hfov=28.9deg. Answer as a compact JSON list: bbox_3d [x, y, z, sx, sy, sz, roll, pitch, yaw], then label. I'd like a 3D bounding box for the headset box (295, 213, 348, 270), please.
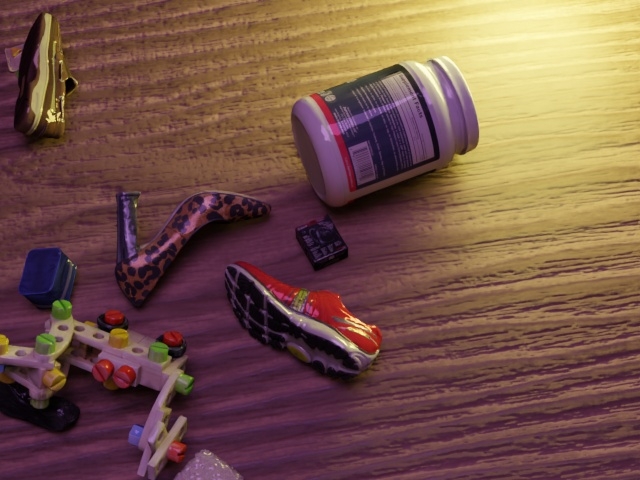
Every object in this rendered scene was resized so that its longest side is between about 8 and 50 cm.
[{"bbox_3d":[0.000,0.000,2.037,0.062,0.032,0.083,-24,60,-13],"label":"headset box"}]

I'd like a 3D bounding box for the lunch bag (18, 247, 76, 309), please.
[{"bbox_3d":[-0.437,0.060,2.001,0.067,0.065,0.098,-2,59,19],"label":"lunch bag"}]

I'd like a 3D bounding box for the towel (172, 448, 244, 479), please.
[{"bbox_3d":[-0.191,0.447,1.767,0.187,0.049,0.282,34,66,19],"label":"towel"}]

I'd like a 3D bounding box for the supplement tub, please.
[{"bbox_3d":[0.104,-0.183,2.051,0.272,0.191,0.191,-21,60,-10],"label":"supplement tub"}]

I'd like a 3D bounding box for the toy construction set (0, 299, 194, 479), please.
[{"bbox_3d":[-0.318,0.205,1.847,0.327,0.151,0.215,32,28,7],"label":"toy construction set"}]

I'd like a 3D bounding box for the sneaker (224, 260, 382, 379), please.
[{"bbox_3d":[-0.028,0.115,1.949,0.279,0.107,0.118,33,47,17],"label":"sneaker"}]

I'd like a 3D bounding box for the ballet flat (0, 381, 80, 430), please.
[{"bbox_3d":[-0.451,0.246,1.908,0.173,0.058,0.049,24,23,14],"label":"ballet flat"}]

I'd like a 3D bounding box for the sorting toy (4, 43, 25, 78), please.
[{"bbox_3d":[-0.542,-0.329,2.269,0.062,0.012,0.083,-15,59,-7],"label":"sorting toy"}]

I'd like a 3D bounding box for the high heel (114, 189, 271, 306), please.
[{"bbox_3d":[-0.206,0.014,2.029,0.261,0.093,0.186,-1,81,-12],"label":"high heel"}]

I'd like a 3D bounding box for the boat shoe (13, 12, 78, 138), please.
[{"bbox_3d":[-0.482,-0.287,2.210,0.095,0.095,0.258,19,57,-29],"label":"boat shoe"}]
